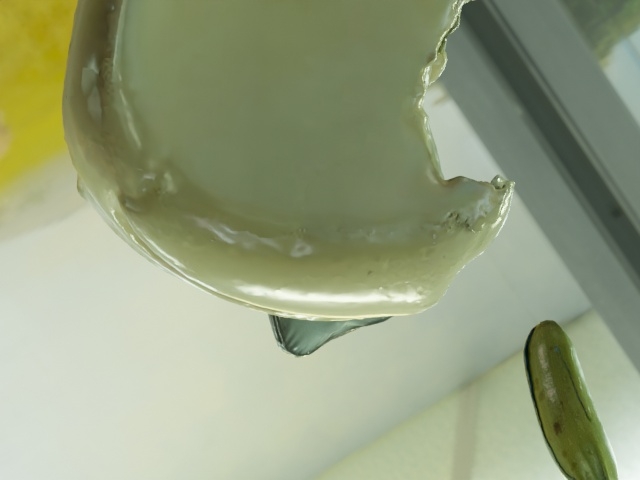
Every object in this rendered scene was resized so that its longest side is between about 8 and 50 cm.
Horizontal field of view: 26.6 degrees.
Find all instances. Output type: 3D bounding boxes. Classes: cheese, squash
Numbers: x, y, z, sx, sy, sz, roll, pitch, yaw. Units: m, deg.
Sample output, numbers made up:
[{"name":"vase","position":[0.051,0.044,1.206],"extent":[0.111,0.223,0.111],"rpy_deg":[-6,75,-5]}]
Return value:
[{"name":"cheese","position":[-0.008,-0.093,0.716],"extent":[0.127,0.233,0.265],"rpy_deg":[50,52,-88]},{"name":"squash","position":[0.359,0.268,1.937],"extent":[0.095,0.340,0.094],"rpy_deg":[-11,148,-7]}]

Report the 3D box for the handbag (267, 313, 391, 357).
[{"name":"handbag","position":[0.000,-0.003,1.796],"extent":[0.192,0.332,0.075],"rpy_deg":[-22,-148,-14]}]
